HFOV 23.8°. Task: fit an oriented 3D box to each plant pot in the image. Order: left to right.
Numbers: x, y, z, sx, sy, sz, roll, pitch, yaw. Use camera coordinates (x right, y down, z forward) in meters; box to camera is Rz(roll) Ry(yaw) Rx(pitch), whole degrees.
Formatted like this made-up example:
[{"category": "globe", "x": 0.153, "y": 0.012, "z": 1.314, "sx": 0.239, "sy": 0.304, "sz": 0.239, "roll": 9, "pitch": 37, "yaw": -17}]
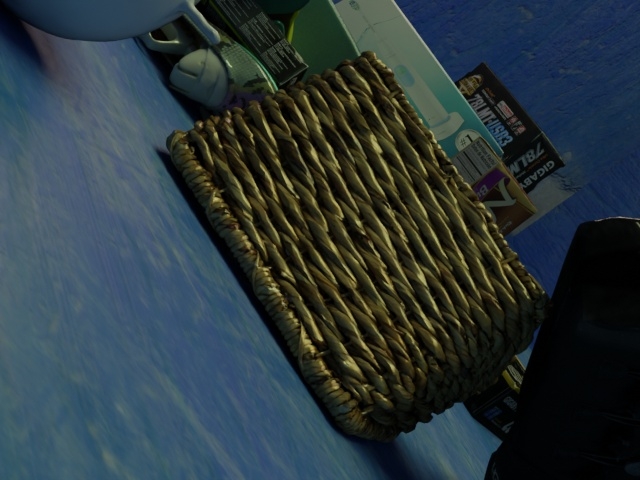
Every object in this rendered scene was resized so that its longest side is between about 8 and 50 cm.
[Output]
[{"category": "plant pot", "x": -0.014, "y": -0.171, "z": 1.780, "sx": 0.234, "sy": 0.165, "sz": 0.166, "roll": 57, "pitch": 2, "yaw": 8}]

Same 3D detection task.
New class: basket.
[{"category": "basket", "x": 0.009, "y": 0.029, "z": 1.312, "sx": 0.299, "sy": 0.223, "sz": 0.213, "roll": 56, "pitch": -26, "yaw": 15}]

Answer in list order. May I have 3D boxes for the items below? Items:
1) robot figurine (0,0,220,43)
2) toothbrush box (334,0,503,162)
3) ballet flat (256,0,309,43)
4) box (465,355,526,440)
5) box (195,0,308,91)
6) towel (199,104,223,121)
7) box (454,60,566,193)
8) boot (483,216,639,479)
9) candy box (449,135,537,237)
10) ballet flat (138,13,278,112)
[{"category": "robot figurine", "x": -0.182, "y": -0.285, "z": 1.091, "sx": 0.300, "sy": 0.200, "sz": 0.353, "roll": 9, "pitch": 41, "yaw": -51}, {"category": "toothbrush box", "x": 0.062, "y": -0.146, "z": 1.920, "sx": 0.295, "sy": 0.216, "sz": 0.126, "roll": 56, "pitch": -8, "yaw": 19}, {"category": "ballet flat", "x": -0.055, "y": -0.259, "z": 1.605, "sx": 0.231, "sy": 0.077, "sz": 0.077, "roll": 116, "pitch": -32, "yaw": -64}, {"category": "box", "x": 0.225, "y": 0.164, "z": 2.174, "sx": 0.257, "sy": 0.079, "sz": 0.322, "roll": 60, "pitch": 9, "yaw": 28}, {"category": "box", "x": -0.102, "y": -0.212, "z": 1.600, "sx": 0.191, "sy": 0.045, "sz": 0.184, "roll": 52, "pitch": -22, "yaw": 6}, {"category": "towel", "x": 0.000, "y": 0.000, "z": 1.624, "sx": 0.237, "sy": 0.037, "sz": 0.329, "roll": 58, "pitch": 8, "yaw": 32}, {"category": "box", "x": 0.165, "y": -0.096, "z": 2.117, "sx": 0.073, "sy": 0.293, "sz": 0.295, "roll": 51, "pitch": 7, "yaw": -27}, {"category": "boot", "x": 0.351, "y": 0.129, "z": 1.360, "sx": 0.445, "sy": 0.367, "sz": 0.146, "roll": 97, "pitch": -19, "yaw": -54}, {"category": "candy box", "x": 0.128, "y": -0.014, "z": 1.614, "sx": 0.109, "sy": 0.186, "sz": 0.053, "roll": 45, "pitch": 11, "yaw": -49}, {"category": "ballet flat", "x": -0.136, "y": -0.193, "z": 1.514, "sx": 0.221, "sy": 0.077, "sz": 0.079, "roll": 48, "pitch": 38, "yaw": 15}]
